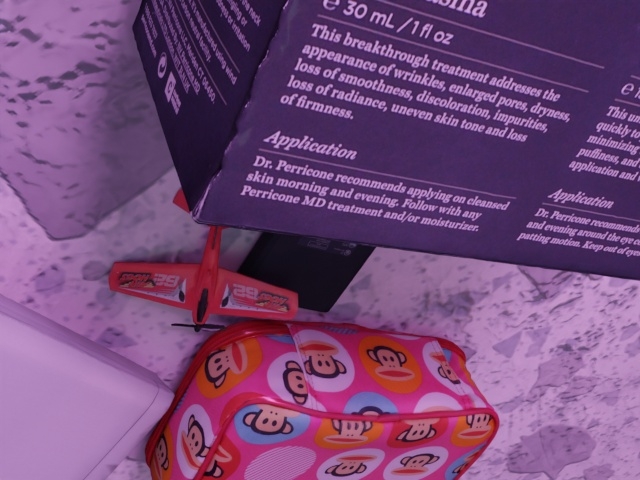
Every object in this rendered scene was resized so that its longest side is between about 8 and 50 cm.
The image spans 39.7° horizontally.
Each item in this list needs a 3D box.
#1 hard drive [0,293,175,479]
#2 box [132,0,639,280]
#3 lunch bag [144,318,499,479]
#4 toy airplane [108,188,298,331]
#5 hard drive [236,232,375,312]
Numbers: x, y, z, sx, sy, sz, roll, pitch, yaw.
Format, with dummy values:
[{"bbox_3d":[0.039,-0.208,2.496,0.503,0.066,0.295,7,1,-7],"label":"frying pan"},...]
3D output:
[{"bbox_3d":[-0.257,0.147,0.598,0.233,0.047,0.353,-47,155,-5],"label":"hard drive"},{"bbox_3d":[0.124,-0.159,0.446,0.343,0.179,0.312,8,128,-29],"label":"box"},{"bbox_3d":[-0.006,0.200,0.830,0.293,0.120,0.258,10,127,-31],"label":"lunch bag"},{"bbox_3d":[-0.087,0.017,0.682,0.151,0.028,0.151,0,130,1],"label":"toy airplane"},{"bbox_3d":[0.000,0.000,0.714,0.094,0.022,0.135,14,124,-33],"label":"hard drive"}]
